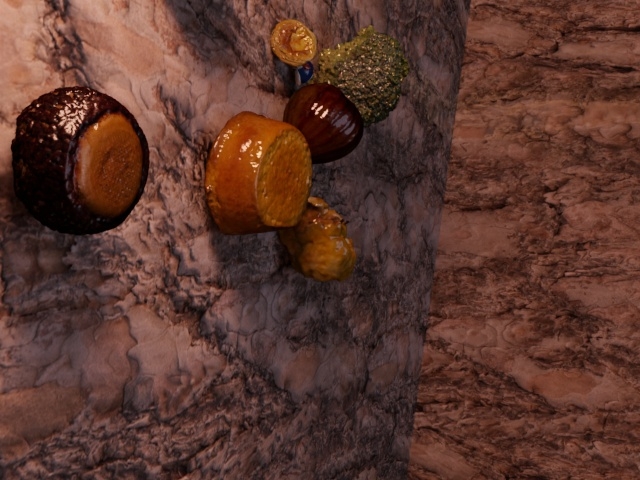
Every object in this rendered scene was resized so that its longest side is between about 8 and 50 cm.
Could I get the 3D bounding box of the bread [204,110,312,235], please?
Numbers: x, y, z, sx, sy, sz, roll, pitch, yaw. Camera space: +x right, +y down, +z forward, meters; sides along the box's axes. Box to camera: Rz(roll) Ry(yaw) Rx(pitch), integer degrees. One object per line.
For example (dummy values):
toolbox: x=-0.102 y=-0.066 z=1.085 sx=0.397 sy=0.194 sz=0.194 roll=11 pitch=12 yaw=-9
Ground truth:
bread: x=-0.140 y=-0.150 z=1.836 sx=0.312 sy=0.172 sz=0.312 roll=-32 pitch=126 yaw=-59

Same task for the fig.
fig: x=-0.042 y=-0.255 z=2.061 sx=0.321 sy=0.217 sz=0.217 roll=-49 pitch=144 yaw=-20

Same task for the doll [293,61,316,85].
doll: x=-0.056 y=-0.465 z=2.100 sx=0.143 sy=0.057 sz=0.099 roll=46 pitch=55 yaw=-54

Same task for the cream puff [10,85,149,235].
cream puff: x=-0.392 y=-0.127 z=1.267 sx=0.239 sy=0.164 sz=0.239 roll=7 pitch=90 yaw=-67

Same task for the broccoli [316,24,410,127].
broccoli: x=0.111 y=-0.468 z=2.261 sx=0.288 sy=0.260 sz=0.235 roll=-32 pitch=159 yaw=-5

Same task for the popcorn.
popcorn: x=-0.004 y=-0.002 z=2.180 sx=0.190 sy=0.191 sz=0.254 roll=-64 pitch=144 yaw=-67

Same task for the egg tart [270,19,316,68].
egg tart: x=-0.071 y=-0.497 z=2.015 sx=0.130 sy=0.052 sz=0.131 roll=5 pitch=78 yaw=-26
